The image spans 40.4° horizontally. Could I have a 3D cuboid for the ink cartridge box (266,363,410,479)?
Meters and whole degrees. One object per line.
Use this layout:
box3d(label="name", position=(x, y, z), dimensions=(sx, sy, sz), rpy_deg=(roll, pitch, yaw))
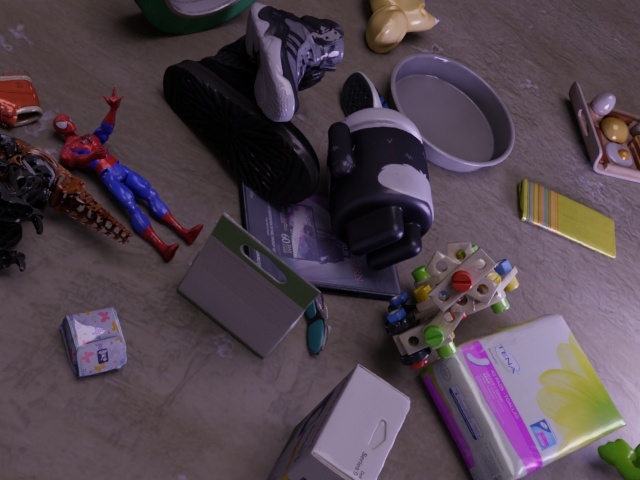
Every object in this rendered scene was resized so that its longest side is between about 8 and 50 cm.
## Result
box3d(label="ink cartridge box", position=(0.013, 0.283, 1.142), dimensions=(0.093, 0.212, 0.154), rpy_deg=(36, 48, -3))

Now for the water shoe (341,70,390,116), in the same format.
box3d(label="water shoe", position=(0.107, -0.234, 1.676), dimensions=(0.080, 0.073, 0.203), rpy_deg=(13, 47, -56))

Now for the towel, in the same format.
box3d(label="towel", position=(0.509, -0.043, 1.793), dimensions=(0.237, 0.021, 0.102), rpy_deg=(22, 55, -17))

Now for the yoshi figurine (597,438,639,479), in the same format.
box3d(label="yoshi figurine", position=(0.520, 0.424, 1.401), dimensions=(0.362, 0.203, 0.203), rpy_deg=(-28, 34, -26))

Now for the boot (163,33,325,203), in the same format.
box3d(label="boot", position=(-0.069, -0.234, 1.497), dimensions=(0.348, 0.131, 0.260), rpy_deg=(44, 47, 16))

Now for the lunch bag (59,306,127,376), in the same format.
box3d(label="lunch bag", position=(-0.303, 0.138, 1.172), dimensions=(0.071, 0.053, 0.083), rpy_deg=(-9, 72, -33))

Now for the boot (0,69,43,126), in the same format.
box3d(label="boot", position=(-0.496, -0.205, 1.303), dimensions=(0.158, 0.059, 0.084), rpy_deg=(-18, 73, -39))

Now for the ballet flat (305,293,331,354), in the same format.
box3d(label="ballet flat", position=(-0.001, 0.127, 1.365), dimensions=(0.041, 0.041, 0.114), rpy_deg=(6, 56, -27))

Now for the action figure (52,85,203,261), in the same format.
box3d(label="action figure", position=(-0.291, -0.112, 1.305), dimensions=(0.280, 0.139, 0.091), rpy_deg=(41, 46, 5))

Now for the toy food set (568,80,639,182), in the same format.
box3d(label="toy food set", position=(0.726, -0.248, 2.013), dimensions=(0.306, 0.092, 0.219), rpy_deg=(9, 54, -24))

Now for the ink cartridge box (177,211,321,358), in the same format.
box3d(label="ink cartridge box", position=(-0.095, 0.057, 1.225), dimensions=(0.171, 0.235, 0.056), rpy_deg=(39, 50, 0))

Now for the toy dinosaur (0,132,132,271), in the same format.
box3d(label="toy dinosaur", position=(-0.423, -0.079, 1.201), dimensions=(0.322, 0.164, 0.218), rpy_deg=(7, 35, 0))

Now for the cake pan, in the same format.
box3d(label="cake pan", position=(0.261, -0.257, 1.776), dimensions=(0.293, 0.054, 0.293), rpy_deg=(15, 52, -21))

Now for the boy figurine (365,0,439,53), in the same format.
box3d(label="boy figurine", position=(0.174, -0.503, 1.877), dimensions=(0.177, 0.092, 0.285), rpy_deg=(29, 49, -10))

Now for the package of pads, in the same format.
box3d(label="package of pads", position=(0.329, 0.255, 1.422), dimensions=(0.297, 0.101, 0.229), rpy_deg=(-11, 66, -36))

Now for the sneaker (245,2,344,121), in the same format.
box3d(label="sneaker", position=(-0.031, -0.290, 1.397), dimensions=(0.153, 0.101, 0.268), rpy_deg=(0, 46, -16))

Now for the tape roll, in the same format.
box3d(label="tape roll", position=(-0.186, -0.499, 1.508), dimensions=(0.321, 0.321, 0.077), rpy_deg=(-23, 71, -39))

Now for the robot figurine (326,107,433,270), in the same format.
box3d(label="robot figurine", position=(0.095, -0.091, 1.455), dimensions=(0.174, 0.209, 0.278), rpy_deg=(0, 57, -5))

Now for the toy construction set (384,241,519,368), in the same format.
box3d(label="toy construction set", position=(0.208, 0.093, 1.363), dimensions=(0.151, 0.215, 0.328), rpy_deg=(66, 11, 8))

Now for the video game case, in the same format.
box3d(label="video game case", position=(0.000, 0.000, 1.464), dimensions=(0.274, 0.026, 0.196), rpy_deg=(8, 55, -25))
